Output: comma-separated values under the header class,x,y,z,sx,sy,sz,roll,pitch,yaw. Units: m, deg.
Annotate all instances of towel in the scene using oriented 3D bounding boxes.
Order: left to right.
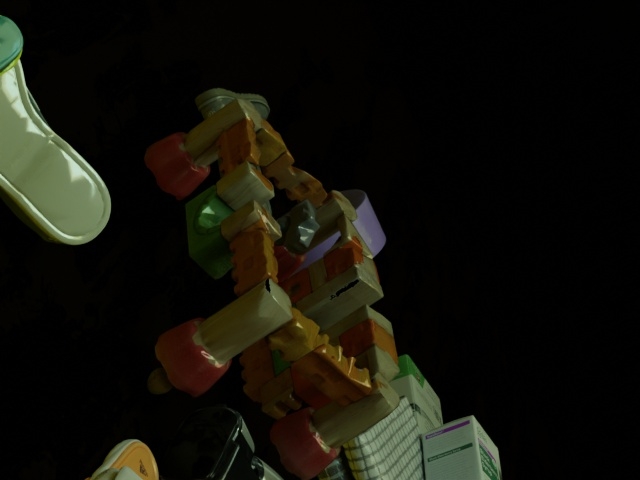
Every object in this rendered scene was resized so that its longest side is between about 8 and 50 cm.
class,x,y,z,sx,sy,sz,roll,pitch,yaw
towel,0.089,0.372,2.224,0.235,0.121,0.283,67,18,-2

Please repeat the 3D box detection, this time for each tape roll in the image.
class,x,y,z,sx,sy,sz,roll,pitch,yaw
tape roll,0.000,0.000,2.247,0.189,0.189,0.080,-70,138,-66

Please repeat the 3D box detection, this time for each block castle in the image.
class,x,y,z,sx,sy,sz,roll,pitch,yaw
block castle,-0.084,0.063,1.879,0.303,0.212,0.453,43,22,-35

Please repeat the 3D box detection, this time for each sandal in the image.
class,x,y,z,sx,sy,sz,roll,pitch,yaw
sandal,-0.193,0.267,1.487,0.102,0.076,0.265,65,17,-16

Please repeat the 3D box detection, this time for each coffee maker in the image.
class,x,y,z,sx,sy,sz,roll,pitch,yaw
coffee maker,-0.103,0.304,1.662,0.178,0.120,0.171,56,22,-38

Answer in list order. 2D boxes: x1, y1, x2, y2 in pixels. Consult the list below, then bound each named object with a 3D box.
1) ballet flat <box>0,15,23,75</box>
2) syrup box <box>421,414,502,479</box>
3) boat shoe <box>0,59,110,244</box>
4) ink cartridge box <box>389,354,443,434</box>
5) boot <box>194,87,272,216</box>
class,x,y,z,sx,sy,sz,roll,pitch,yaw
ballet flat,-0.373,-0.139,1.360,0.231,0.077,0.077,-42,112,-39
syrup box,0.223,0.392,2.232,0.093,0.096,0.237,54,23,-35
boat shoe,-0.342,-0.125,1.504,0.099,0.116,0.319,10,-39,57
ink cartridge box,0.154,0.329,2.534,0.208,0.086,0.153,-95,158,-45
boot,-0.110,-0.122,2.245,0.189,0.076,0.209,-1,64,-58
